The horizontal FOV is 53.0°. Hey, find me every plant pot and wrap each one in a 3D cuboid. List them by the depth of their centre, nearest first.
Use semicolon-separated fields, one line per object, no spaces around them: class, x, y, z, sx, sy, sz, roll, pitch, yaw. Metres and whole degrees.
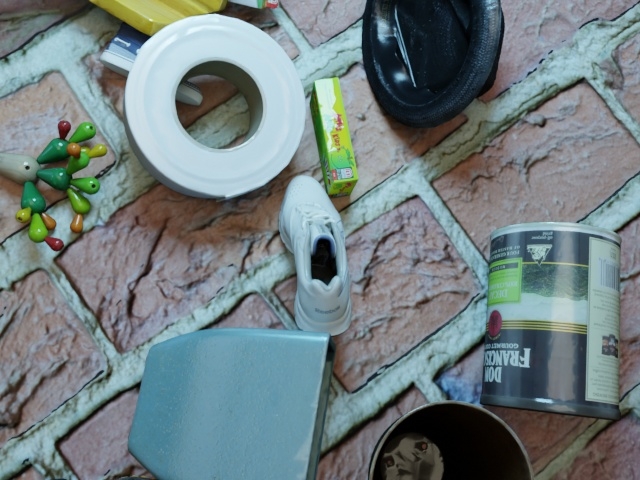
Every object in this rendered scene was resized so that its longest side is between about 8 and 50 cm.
plant pot;-0.123;0.243;0.919;0.253;0.248;0.246;9;77;5
plant pot;0.157;0.339;0.922;0.216;0.230;0.215;1;77;-5

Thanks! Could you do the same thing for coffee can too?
coffee can;0.360;0.129;1.003;0.202;0.201;0.275;8;76;-4

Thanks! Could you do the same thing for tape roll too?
tape roll;-0.171;-0.208;1.036;0.287;0.100;0.285;0;90;-20

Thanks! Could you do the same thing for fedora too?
fedora;0.217;-0.355;1.096;0.153;0.334;0.333;-4;76;-37

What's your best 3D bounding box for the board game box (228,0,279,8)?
board game box;-0.191;-0.490;1.115;0.260;0.124;0.039;14;32;5

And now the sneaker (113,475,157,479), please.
sneaker;-0.253;0.392;0.947;0.215;0.083;0.084;-7;81;-5

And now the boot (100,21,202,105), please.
boot;-0.277;-0.307;1.103;0.190;0.069;0.086;25;82;1

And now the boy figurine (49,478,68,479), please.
boy figurine;-0.487;0.424;0.903;0.285;0.092;0.177;-18;64;-1

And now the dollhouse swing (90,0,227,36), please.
dollhouse swing;-0.303;-0.496;0.944;0.315;0.305;0.346;32;122;3

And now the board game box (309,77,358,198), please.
board game box;0.021;-0.172;1.092;0.043;0.092;0.181;-9;79;-9

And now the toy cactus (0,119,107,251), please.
toy cactus;-0.448;-0.103;1.036;0.181;0.112;0.218;15;85;8

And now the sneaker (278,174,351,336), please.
sneaker;0.000;0.000;1.005;0.111;0.129;0.297;-6;51;-10
